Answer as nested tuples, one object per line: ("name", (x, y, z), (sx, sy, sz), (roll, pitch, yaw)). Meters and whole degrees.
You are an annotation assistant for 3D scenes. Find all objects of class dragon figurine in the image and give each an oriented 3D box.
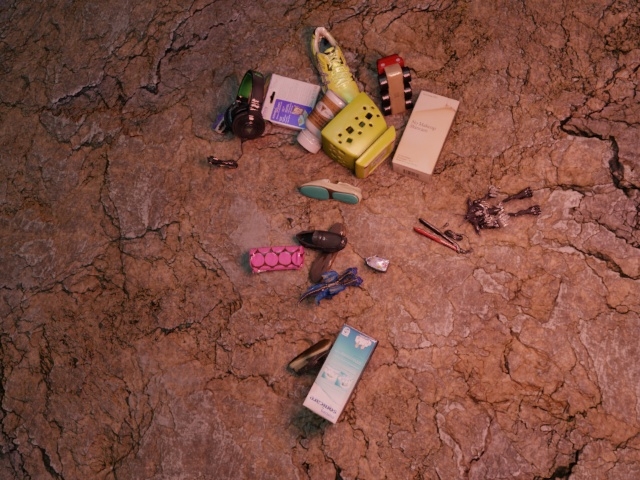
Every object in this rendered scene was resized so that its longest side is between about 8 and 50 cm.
("dragon figurine", (0.031, 0.164, 1.639), (0.144, 0.289, 0.085), (-42, 67, 38))

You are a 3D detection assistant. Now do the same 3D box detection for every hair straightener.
("hair straightener", (0.464, -0.027, 1.687), (0.230, 0.047, 0.089), (28, 84, 14))

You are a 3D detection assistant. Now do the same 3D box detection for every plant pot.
("plant pot", (0.154, -0.378, 1.733), (0.228, 0.227, 0.207), (-44, 80, -3))

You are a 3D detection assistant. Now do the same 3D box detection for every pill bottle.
("pill bottle", (0.012, -0.462, 1.792), (0.131, 0.131, 0.229), (47, 111, 16))

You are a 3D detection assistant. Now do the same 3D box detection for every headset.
("headset", (-0.330, -0.479, 1.818), (0.185, 0.243, 0.395), (7, 109, -26))

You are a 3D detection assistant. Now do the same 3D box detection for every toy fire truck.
("toy fire truck", (0.287, -0.651, 1.784), (0.158, 0.217, 0.247), (-17, 61, 6))

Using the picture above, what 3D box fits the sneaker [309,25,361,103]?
("sneaker", (0.049, -0.689, 1.856), (0.145, 0.147, 0.385), (-28, 77, 0))

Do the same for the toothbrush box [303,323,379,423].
("toothbrush box", (0.079, 0.446, 1.559), (0.126, 0.216, 0.296), (25, 84, 14))

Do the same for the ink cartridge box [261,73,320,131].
("ink cartridge box", (-0.125, -0.568, 1.893), (0.208, 0.045, 0.207), (16, 81, 0))

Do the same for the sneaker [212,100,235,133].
("sneaker", (-0.400, -0.534, 1.942), (0.071, 0.068, 0.170), (33, 79, 32))

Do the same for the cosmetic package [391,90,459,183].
("cosmetic package", (0.401, -0.394, 1.749), (0.160, 0.113, 0.310), (20, 82, 13))

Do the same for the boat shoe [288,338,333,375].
("boat shoe", (-0.024, 0.420, 1.622), (0.223, 0.080, 0.073), (-37, 92, 36))

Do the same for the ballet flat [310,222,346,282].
("ballet flat", (0.036, 0.051, 1.740), (0.084, 0.058, 0.250), (19, 82, 42))

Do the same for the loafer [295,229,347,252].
("loafer", (0.000, 0.000, 1.698), (0.223, 0.078, 0.076), (4, 72, 42))

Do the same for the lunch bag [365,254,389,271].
("lunch bag", (0.211, 0.084, 1.692), (0.083, 0.071, 0.053), (16, 82, 13))

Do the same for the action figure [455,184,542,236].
("action figure", (0.631, -0.116, 1.634), (0.275, 0.141, 0.164), (-15, 77, 3))

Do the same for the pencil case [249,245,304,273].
("pencil case", (-0.164, 0.072, 1.749), (0.209, 0.095, 0.098), (-5, 70, 6))

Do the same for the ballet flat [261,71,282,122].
("ballet flat", (-0.223, -0.600, 1.931), (0.073, 0.080, 0.233), (11, 75, 40))

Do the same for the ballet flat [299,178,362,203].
("ballet flat", (0.045, -0.199, 1.789), (0.248, 0.086, 0.086), (14, 80, 11))
